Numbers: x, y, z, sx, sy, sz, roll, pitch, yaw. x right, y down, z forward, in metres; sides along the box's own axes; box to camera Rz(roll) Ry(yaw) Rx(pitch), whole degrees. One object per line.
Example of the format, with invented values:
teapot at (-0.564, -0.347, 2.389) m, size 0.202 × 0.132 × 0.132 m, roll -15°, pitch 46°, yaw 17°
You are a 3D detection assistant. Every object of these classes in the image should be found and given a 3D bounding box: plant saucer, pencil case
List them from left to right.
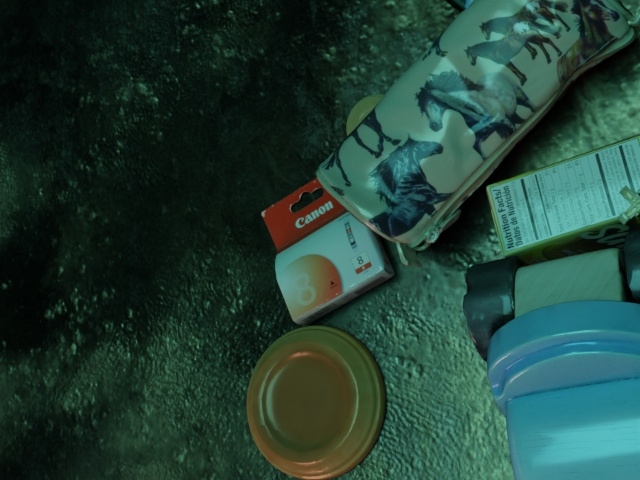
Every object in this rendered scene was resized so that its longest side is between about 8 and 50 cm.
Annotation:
plant saucer at (-0.014, 0.207, 1.347) m, size 0.200 × 0.037 × 0.200 m, roll -6°, pitch 76°, yaw 26°
pencil case at (0.192, -0.163, 1.247) m, size 0.410 × 0.160 × 0.183 m, roll -46°, pitch 72°, yaw 13°

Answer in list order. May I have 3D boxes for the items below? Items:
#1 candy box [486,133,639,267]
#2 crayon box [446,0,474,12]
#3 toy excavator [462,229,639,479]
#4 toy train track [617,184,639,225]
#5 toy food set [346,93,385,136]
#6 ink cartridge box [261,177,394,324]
candy box at (0.358, -0.050, 1.118) m, size 0.316 × 0.183 × 0.088 m, roll -20°, pitch 70°, yaw 23°
crayon box at (0.167, -0.443, 1.364) m, size 0.203 × 0.083 × 0.323 m, roll -50°, pitch 61°, yaw 10°
toy excavator at (0.300, 0.274, 1.037) m, size 0.222 × 0.433 × 0.445 m, roll -12°, pitch 46°, yaw 25°
toy train track at (0.323, -0.048, 1.022) m, size 0.083 × 0.014 × 0.048 m, roll -46°, pitch 64°, yaw 12°
toy food set at (0.073, -0.155, 1.387) m, size 0.083 × 0.020 × 0.083 m, roll 14°, pitch 86°, yaw 30°
ink cartridge box at (0.000, 0.000, 1.381) m, size 0.145 × 0.045 × 0.179 m, roll -31°, pitch 69°, yaw 19°
